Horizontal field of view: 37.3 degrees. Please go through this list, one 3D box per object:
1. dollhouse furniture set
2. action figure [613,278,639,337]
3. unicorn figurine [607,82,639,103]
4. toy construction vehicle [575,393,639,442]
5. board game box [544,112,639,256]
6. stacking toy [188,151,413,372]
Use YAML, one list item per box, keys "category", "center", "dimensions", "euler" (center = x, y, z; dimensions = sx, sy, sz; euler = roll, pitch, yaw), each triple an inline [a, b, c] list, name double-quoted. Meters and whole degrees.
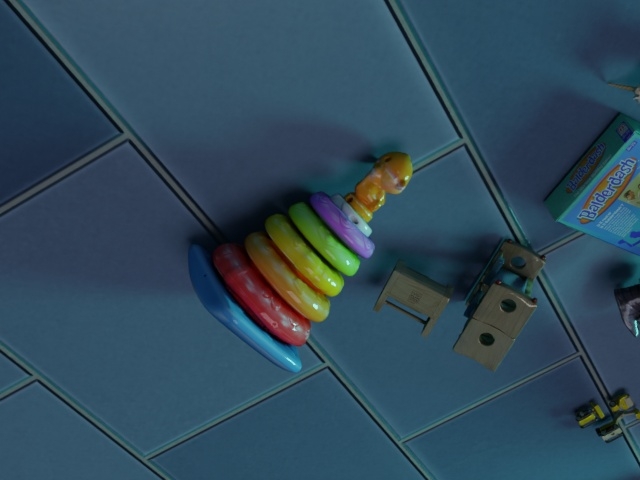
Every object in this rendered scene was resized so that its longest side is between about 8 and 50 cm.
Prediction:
- category: "dollhouse furniture set"
  center: [0.193, 0.058, 1.294]
  dimensions: [0.184, 0.129, 0.129]
  euler: [27, 123, 3]
- category: "action figure"
  center: [0.565, 0.044, 1.338]
  dimensions: [0.285, 0.185, 0.099]
  euler: [-29, 96, 28]
- category: "unicorn figurine"
  center: [0.456, -0.202, 1.158]
  dimensions: [0.162, 0.060, 0.111]
  euler: [13, 125, -23]
- category: "toy construction vehicle"
  center: [0.489, 0.297, 1.613]
  dimensions: [0.098, 0.035, 0.086]
  euler: [-33, 119, 10]
- category: "board game box"
  center: [0.432, -0.064, 1.277]
  dimensions: [0.210, 0.047, 0.160]
  euler: [20, 123, -29]
- category: "stacking toy"
  center: [0.000, 0.000, 1.174]
  dimensions: [0.302, 0.175, 0.166]
  euler: [-43, 128, 4]
